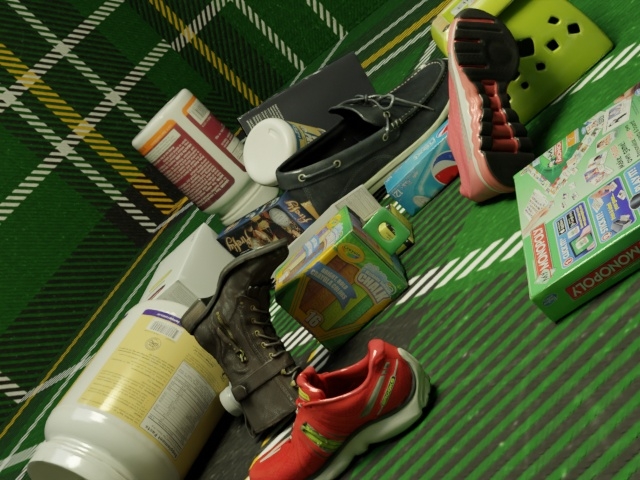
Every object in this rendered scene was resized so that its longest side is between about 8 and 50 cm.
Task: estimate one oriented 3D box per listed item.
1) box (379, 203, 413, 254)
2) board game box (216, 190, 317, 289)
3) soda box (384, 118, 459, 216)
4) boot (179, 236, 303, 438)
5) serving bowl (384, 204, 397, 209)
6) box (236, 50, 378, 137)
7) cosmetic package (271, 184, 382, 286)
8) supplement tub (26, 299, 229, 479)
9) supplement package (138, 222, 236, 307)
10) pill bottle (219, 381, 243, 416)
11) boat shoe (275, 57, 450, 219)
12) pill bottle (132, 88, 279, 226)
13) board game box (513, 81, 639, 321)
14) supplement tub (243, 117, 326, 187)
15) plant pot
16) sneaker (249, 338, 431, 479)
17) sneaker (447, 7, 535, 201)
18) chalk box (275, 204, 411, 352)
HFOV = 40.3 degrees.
[{"bbox_3d":[0.053,0.041,1.489,0.232,0.058,0.087,-40,16,17],"label":"box"},{"bbox_3d":[-0.083,0.006,1.732,0.243,0.165,0.042,-26,25,52],"label":"board game box"},{"bbox_3d":[0.209,-0.143,1.519,0.210,0.067,0.071,-45,16,15],"label":"soda box"},{"bbox_3d":[-0.074,0.145,1.278,0.263,0.229,0.091,-46,-14,33],"label":"boot"},{"bbox_3d":[0.111,-0.025,1.560,0.083,0.027,0.083,-42,15,14],"label":"serving bowl"},{"bbox_3d":[-0.031,-0.302,2.146,0.312,0.179,0.343,-30,10,-2],"label":"box"},{"bbox_3d":[0.000,0.000,1.548,0.099,0.060,0.239,-33,-7,-46],"label":"cosmetic package"},{"bbox_3d":[-0.299,0.289,1.442,0.241,0.241,0.331,-28,24,48],"label":"supplement tub"},{"bbox_3d":[-0.233,0.125,1.749,0.145,0.204,0.262,-40,16,19],"label":"supplement package"},{"bbox_3d":[-0.105,0.229,1.410,0.120,0.067,0.067,-42,16,15],"label":"pill bottle"},{"bbox_3d":[0.105,-0.225,1.761,0.500,0.156,0.187,-43,28,-17],"label":"boat shoe"},{"bbox_3d":[-0.317,-0.216,2.466,0.224,0.392,0.224,-41,16,14],"label":"pill bottle"},{"bbox_3d":[0.335,-0.059,1.035,0.213,0.046,0.317,-39,17,26],"label":"board game box"},{"bbox_3d":[-0.050,-0.178,1.872,0.144,0.144,0.199,-35,-25,34],"label":"supplement tub"},{"bbox_3d":[0.322,-0.347,1.490,0.228,0.207,0.227,-43,16,15],"label":"plant pot"},{"bbox_3d":[0.004,0.213,1.075,0.279,0.118,0.107,-40,16,20],"label":"sneaker"},{"bbox_3d":[0.230,-0.206,1.340,0.136,0.115,0.314,140,130,-61],"label":"sneaker"},{"bbox_3d":[0.047,0.043,1.364,0.213,0.132,0.132,-44,15,12],"label":"chalk box"}]
